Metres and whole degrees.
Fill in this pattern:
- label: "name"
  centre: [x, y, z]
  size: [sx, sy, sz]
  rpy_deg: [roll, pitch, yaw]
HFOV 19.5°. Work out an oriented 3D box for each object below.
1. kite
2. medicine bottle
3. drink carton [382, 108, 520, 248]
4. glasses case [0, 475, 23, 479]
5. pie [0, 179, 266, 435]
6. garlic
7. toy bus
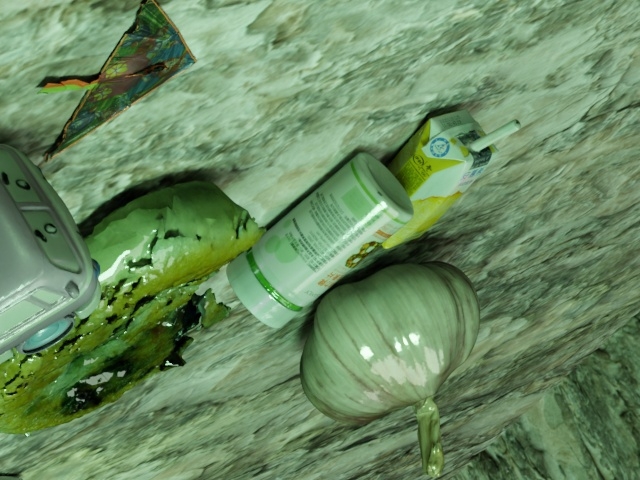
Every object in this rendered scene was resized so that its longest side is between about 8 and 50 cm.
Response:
- label: "kite"
  centre: [-0.148, -0.120, 1.378]
  size: [0.159, 0.010, 0.190]
  rpy_deg: [-18, 155, -43]
- label: "medicine bottle"
  centre: [0.000, 0.000, 1.846]
  size: [0.183, 0.086, 0.086]
  rpy_deg: [-41, 162, 18]
- label: "drink carton"
  centre: [0.120, -0.078, 1.879]
  size: [0.084, 0.074, 0.200]
  rpy_deg: [-15, 153, -49]
- label: "glasses case"
  centre: [-0.349, 0.272, 2.034]
  size: [0.032, 0.021, 0.083]
  rpy_deg: [-35, 163, 8]
- label: "pie"
  centre: [-0.196, 0.074, 1.702]
  size: [0.296, 0.078, 0.371]
  rpy_deg: [-26, 162, -22]
- label: "garlic"
  centre: [0.099, 0.161, 2.200]
  size: [0.245, 0.253, 0.245]
  rpy_deg: [-23, 162, -8]
- label: "toy bus"
  centre: [-0.268, 0.030, 1.333]
  size: [0.202, 0.142, 0.142]
  rpy_deg: [-32, 163, -8]
